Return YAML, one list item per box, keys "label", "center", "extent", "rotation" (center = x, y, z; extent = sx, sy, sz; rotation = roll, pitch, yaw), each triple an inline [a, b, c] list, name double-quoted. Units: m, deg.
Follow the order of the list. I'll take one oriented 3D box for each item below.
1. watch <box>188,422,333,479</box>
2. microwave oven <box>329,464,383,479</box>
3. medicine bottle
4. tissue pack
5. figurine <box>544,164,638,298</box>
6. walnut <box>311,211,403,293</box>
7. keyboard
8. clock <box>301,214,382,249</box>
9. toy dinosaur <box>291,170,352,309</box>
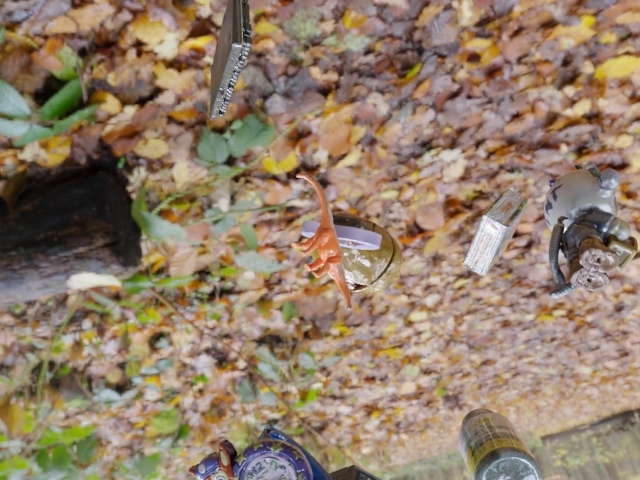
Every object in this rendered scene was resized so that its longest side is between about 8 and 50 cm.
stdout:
- label: "watch"
  center: [-0.081, 0.414, 1.201]
  extent: [0.171, 0.196, 0.200]
  rotation: [-42, 160, 3]
- label: "microwave oven"
  center: [0.038, 0.670, 1.491]
  extent: [0.181, 0.295, 0.237]
  rotation: [34, 133, -21]
- label: "medicine bottle"
  center: [0.389, 0.476, 1.546]
  extent: [0.141, 0.142, 0.293]
  rotation: [-14, -174, 4]
- label: "tissue pack"
  center: [0.346, -0.016, 1.370]
  extent: [0.108, 0.060, 0.148]
  rotation: [-44, 156, -37]
- label: "figurine"
  center: [0.630, -0.039, 1.613]
  extent: [0.186, 0.382, 0.261]
  rotation: [23, 125, -5]
- label: "walnut"
  center: [0.106, 0.032, 1.873]
  extent: [0.297, 0.203, 0.203]
  rotation: [24, 144, -25]
- label: "keyboard"
  center: [-0.139, -0.266, 1.027]
  extent: [0.027, 0.106, 0.317]
  rotation: [1, 173, -15]
- label: "clock"
  center: [0.061, -0.022, 1.678]
  extent: [0.197, 0.064, 0.172]
  rotation: [10, 175, 25]
- label: "toy dinosaur"
  center: [-0.002, 0.001, 1.304]
  extent: [0.101, 0.280, 0.055]
  rotation: [-22, 176, -24]
